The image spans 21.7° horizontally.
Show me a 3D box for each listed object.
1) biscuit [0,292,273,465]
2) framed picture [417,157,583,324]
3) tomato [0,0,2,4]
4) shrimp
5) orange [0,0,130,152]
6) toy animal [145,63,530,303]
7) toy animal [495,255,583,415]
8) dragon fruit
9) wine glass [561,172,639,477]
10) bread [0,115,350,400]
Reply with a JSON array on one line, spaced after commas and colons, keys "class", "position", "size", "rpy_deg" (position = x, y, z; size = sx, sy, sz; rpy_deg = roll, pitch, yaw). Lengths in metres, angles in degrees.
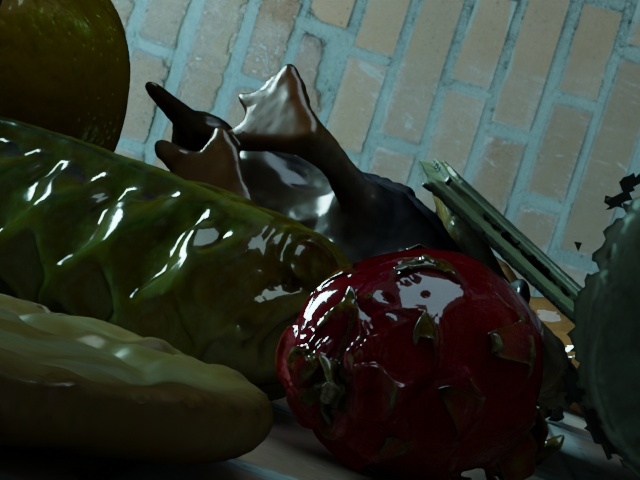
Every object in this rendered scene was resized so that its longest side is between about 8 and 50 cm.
[{"class": "biscuit", "position": [-0.128, 0.029, 0.507], "size": [0.203, 0.041, 0.260], "rpy_deg": [22, 4, 27]}, {"class": "framed picture", "position": [0.152, 0.051, 0.851], "size": [0.274, 0.017, 0.217], "rpy_deg": [42, 5, -3]}, {"class": "tomato", "position": [-0.248, -0.114, 0.595], "size": [0.270, 0.223, 0.270], "rpy_deg": [8, -27, 4]}, {"class": "shrimp", "position": [0.108, 0.038, 1.031], "size": [0.152, 0.046, 0.219], "rpy_deg": [63, 8, 31]}, {"class": "orange", "position": [-0.207, -0.085, 0.944], "size": [0.237, 0.179, 0.158], "rpy_deg": [17, 24, -46]}, {"class": "toy animal", "position": [0.000, 0.000, 0.924], "size": [0.298, 0.122, 0.185], "rpy_deg": [36, -14, 30]}, {"class": "toy animal", "position": [0.155, 0.077, 1.226], "size": [0.312, 0.097, 0.157], "rpy_deg": [21, 15, 31]}, {"class": "dragon fruit", "position": [0.054, 0.054, 0.661], "size": [0.094, 0.094, 0.190], "rpy_deg": [18, -5, 34]}, {"class": "wine glass", "position": [0.257, 0.066, 0.578], "size": [0.190, 0.190, 0.357], "rpy_deg": [16, 3, -30]}, {"class": "bread", "position": [-0.095, 0.004, 0.777], "size": [0.269, 0.087, 0.098], "rpy_deg": [20, -1, 40]}]
